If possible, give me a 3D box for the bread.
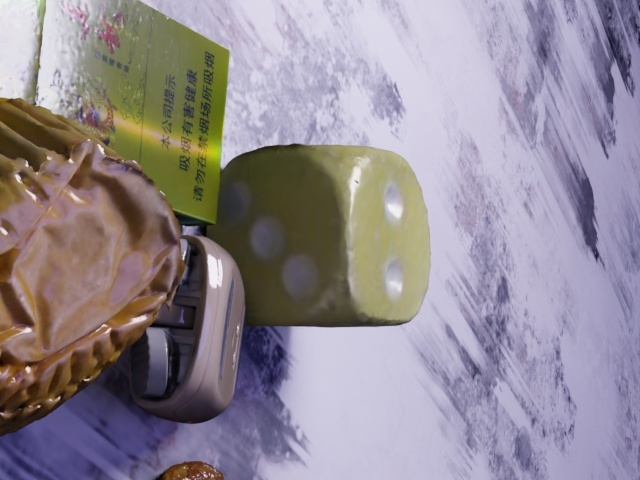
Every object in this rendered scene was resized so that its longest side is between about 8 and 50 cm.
[{"bbox_3d":[-0.206,0.025,0.676,0.240,0.139,0.239,-23,121,-45],"label":"bread"}]

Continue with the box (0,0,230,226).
[{"bbox_3d":[-0.185,-0.123,0.841,0.311,0.043,0.172,20,70,-56],"label":"box"}]

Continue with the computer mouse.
[{"bbox_3d":[-0.109,0.076,0.850,0.236,0.082,0.145,87,11,-79],"label":"computer mouse"}]

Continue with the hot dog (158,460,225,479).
[{"bbox_3d":[-0.119,0.227,0.917,0.083,0.035,0.058,-13,97,-58],"label":"hot dog"}]

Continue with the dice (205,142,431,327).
[{"bbox_3d":[0.000,0.000,1.013,0.169,0.166,0.169,8,79,-59],"label":"dice"}]
